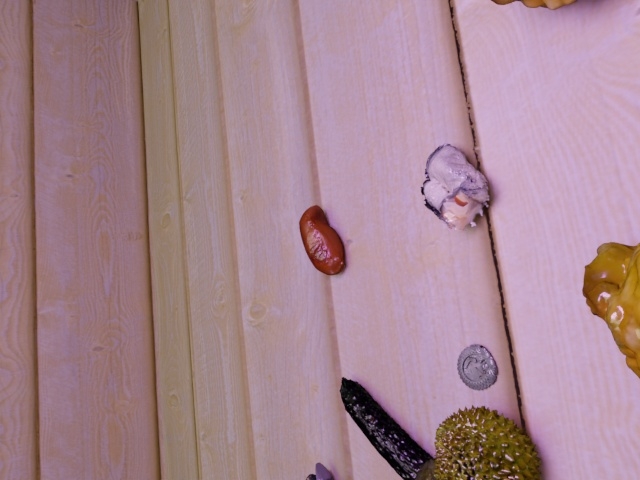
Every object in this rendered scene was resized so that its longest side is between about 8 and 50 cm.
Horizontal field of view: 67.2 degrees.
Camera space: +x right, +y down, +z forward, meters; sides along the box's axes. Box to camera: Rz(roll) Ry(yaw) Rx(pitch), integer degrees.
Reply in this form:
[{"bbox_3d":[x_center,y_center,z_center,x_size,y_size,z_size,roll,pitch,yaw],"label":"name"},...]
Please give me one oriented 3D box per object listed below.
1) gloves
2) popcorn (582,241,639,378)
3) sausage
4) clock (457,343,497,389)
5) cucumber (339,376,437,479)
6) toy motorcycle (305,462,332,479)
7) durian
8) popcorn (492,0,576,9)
[{"bbox_3d":[0.227,-0.092,0.832,0.153,0.070,0.114,-115,33,-41],"label":"gloves"},{"bbox_3d":[0.388,0.071,0.511,0.155,0.197,0.198,124,135,-61],"label":"popcorn"},{"bbox_3d":[0.000,0.000,1.145,0.089,0.089,0.179,-48,54,44],"label":"sausage"},{"bbox_3d":[0.266,0.218,0.826,0.083,0.010,0.074,-53,49,42],"label":"clock"},{"bbox_3d":[0.122,0.381,0.988,0.300,0.072,0.072,35,118,52],"label":"cucumber"},{"bbox_3d":[0.037,0.621,1.105,0.225,0.073,0.152,53,129,39],"label":"toy motorcycle"},{"bbox_3d":[0.251,0.351,0.721,0.146,0.159,0.198,-21,76,41],"label":"durian"},{"bbox_3d":[0.306,-0.439,0.598,0.332,0.225,0.265,-26,63,40],"label":"popcorn"}]
